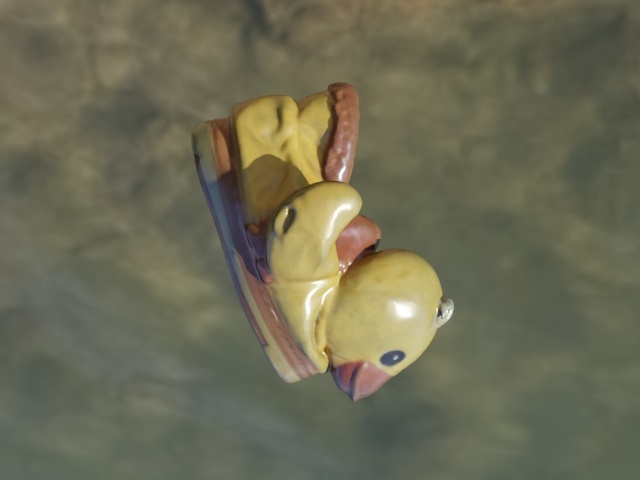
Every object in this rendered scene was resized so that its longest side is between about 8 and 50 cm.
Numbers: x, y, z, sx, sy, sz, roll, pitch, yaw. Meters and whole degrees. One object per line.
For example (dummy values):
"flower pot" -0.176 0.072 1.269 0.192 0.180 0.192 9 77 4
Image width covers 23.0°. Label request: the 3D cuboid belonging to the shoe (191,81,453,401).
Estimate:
"shoe" -0.001 -0.002 0.555 0.069 0.109 0.072 -26 155 2
